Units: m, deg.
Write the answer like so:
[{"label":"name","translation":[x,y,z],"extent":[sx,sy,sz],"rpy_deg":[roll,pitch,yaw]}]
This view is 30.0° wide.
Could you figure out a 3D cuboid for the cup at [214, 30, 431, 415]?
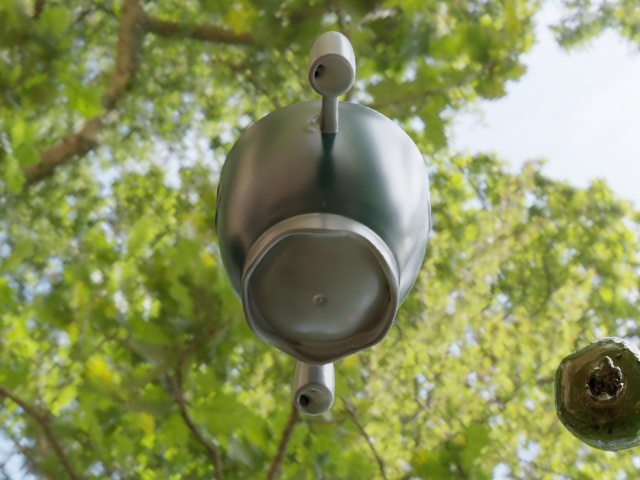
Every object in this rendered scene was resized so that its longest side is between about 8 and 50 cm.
[{"label":"cup","translation":[0.000,0.000,0.878],"extent":[0.168,0.299,0.173],"rpy_deg":[3,-151,1]}]

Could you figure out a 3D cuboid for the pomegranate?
[{"label":"pomegranate","translation":[0.395,0.206,1.640],"extent":[0.159,0.205,0.159],"rpy_deg":[-5,-108,15]}]
